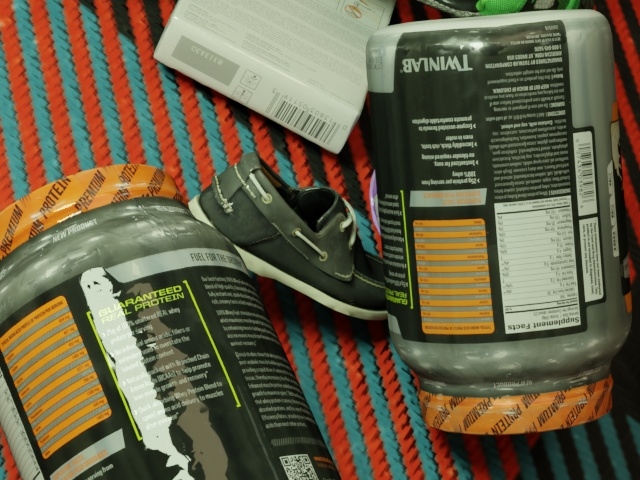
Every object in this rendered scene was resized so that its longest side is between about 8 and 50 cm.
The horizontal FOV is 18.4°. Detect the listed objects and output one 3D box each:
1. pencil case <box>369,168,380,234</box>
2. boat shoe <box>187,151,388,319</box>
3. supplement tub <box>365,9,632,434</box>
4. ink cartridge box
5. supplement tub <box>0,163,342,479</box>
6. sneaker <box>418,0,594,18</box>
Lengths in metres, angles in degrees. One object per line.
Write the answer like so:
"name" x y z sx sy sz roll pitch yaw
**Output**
"pencil case" 0.145 -0.037 1.695 0.206 0.088 0.086 0 60 -24
"boat shoe" 0.000 0.000 1.560 0.233 0.079 0.084 28 17 -43
"supplement tub" 0.141 -0.018 1.547 0.193 0.193 0.316 -9 99 -29
"ink cartridge box" -0.035 -0.190 1.746 0.181 0.056 0.224 27 34 -7
"supplement tub" -0.115 0.129 1.393 0.207 0.207 0.338 -12 66 -30
"sneaker" 0.074 -0.282 1.707 0.343 0.134 0.146 29 4 26
